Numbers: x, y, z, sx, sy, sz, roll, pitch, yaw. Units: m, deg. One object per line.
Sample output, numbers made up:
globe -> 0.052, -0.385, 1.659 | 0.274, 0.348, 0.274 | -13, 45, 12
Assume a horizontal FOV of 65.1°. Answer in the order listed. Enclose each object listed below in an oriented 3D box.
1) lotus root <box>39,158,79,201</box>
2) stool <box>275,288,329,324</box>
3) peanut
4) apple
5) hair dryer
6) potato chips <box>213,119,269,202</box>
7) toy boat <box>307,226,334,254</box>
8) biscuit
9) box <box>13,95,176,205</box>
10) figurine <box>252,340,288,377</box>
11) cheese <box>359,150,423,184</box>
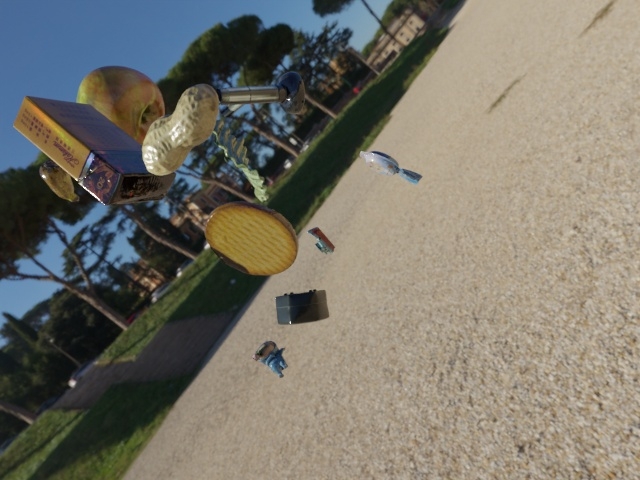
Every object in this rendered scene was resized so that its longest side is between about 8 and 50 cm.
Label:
lotus root -> -0.992, -0.221, 1.909 | 0.094, 0.191, 0.108 | -12, 38, -2
stool -> -0.081, 0.292, 2.205 | 0.232, 0.141, 0.232 | -7, -4, -1
peanut -> -0.373, -0.297, 1.339 | 0.298, 0.136, 0.120 | -38, -3, 25
apple -> -0.825, -0.547, 2.075 | 0.340, 0.339, 0.339 | -50, 6, 7
hair dryer -> -0.258, -0.550, 1.901 | 0.320, 0.156, 0.284 | -10, 18, -22
potato chips -> -0.357, -0.367, 2.288 | 0.097, 0.389, 0.373 | -33, -36, 3
toy boat -> 0.000, 0.000, 2.059 | 0.058, 0.173, 0.069 | -41, 47, 1
biscuit -> -0.224, -0.003, 1.637 | 0.318, 0.317, 0.040 | -45, 21, 41
box -> -0.680, -0.273, 1.537 | 0.116, 0.415, 0.264 | -55, -11, 17
figurine -> -0.206, 0.482, 2.084 | 0.114, 0.144, 0.178 | -50, 48, -2
cheese -> 0.257, -0.272, 1.861 | 0.052, 0.244, 0.135 | -64, -4, -7
